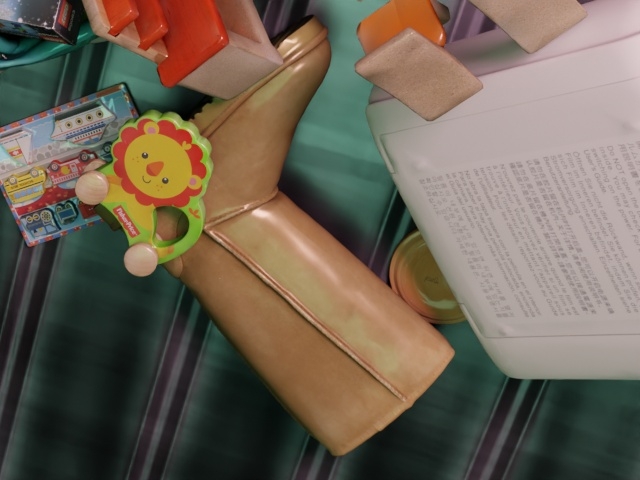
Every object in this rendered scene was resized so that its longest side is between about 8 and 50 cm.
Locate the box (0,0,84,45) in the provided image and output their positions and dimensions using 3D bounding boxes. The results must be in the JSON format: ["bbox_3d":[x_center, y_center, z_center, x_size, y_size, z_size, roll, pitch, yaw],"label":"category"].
[{"bbox_3d":[-0.213,-0.256,0.880,0.159,0.044,0.233,12,86,10],"label":"box"}]

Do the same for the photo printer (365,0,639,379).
[{"bbox_3d":[0.194,-0.030,0.862,0.307,0.107,0.256,-8,116,55],"label":"photo printer"}]

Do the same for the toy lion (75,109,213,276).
[{"bbox_3d":[-0.113,-0.037,0.939,0.096,0.034,0.100,-26,108,16],"label":"toy lion"}]

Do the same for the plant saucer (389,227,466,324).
[{"bbox_3d":[0.094,0.027,1.033,0.083,0.013,0.084,3,112,7],"label":"plant saucer"}]

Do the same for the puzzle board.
[{"bbox_3d":[-0.189,-0.056,1.038,0.128,0.011,0.096,-18,108,13],"label":"puzzle board"}]

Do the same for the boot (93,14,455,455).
[{"bbox_3d":[0.000,0.000,0.998,0.269,0.089,0.236,45,117,-11],"label":"boot"}]

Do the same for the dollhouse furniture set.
[{"bbox_3d":[-0.009,-0.197,0.816,0.259,0.135,0.262,-33,63,21],"label":"dollhouse furniture set"}]

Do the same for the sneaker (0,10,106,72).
[{"bbox_3d":[-0.241,-0.159,0.950,0.275,0.110,0.107,-17,109,14],"label":"sneaker"}]
